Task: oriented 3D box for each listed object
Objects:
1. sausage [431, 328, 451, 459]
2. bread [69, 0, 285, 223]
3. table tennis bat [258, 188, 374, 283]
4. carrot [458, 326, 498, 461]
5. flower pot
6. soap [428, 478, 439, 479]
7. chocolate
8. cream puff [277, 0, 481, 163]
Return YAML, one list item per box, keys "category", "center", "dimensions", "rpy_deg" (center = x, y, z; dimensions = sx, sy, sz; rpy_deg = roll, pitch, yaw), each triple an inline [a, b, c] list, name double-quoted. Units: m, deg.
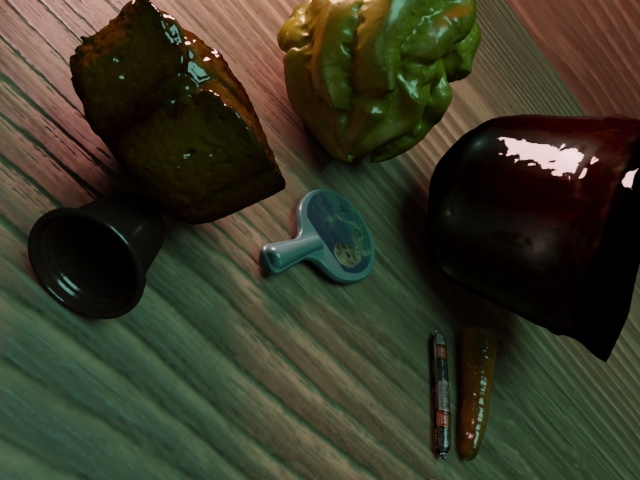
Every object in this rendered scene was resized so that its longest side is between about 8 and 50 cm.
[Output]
- category: "sausage"
  center: [0.178, 0.223, 0.806]
  dimensions: [0.028, 0.025, 0.198]
  rpy_deg: [19, 52, -19]
- category: "bread"
  center: [-0.141, -0.123, 0.546]
  dimensions: [0.135, 0.247, 0.232]
  rpy_deg: [-35, 88, -5]
- category: "table tennis bat"
  center: [0.000, 0.000, 0.756]
  dimensions: [0.237, 0.038, 0.149]
  rpy_deg: [-19, 81, -52]
- category: "carrot"
  center: [0.239, 0.238, 0.843]
  dimensions: [0.061, 0.061, 0.210]
  rpy_deg: [36, 50, -24]
- category: "flower pot"
  center: [-0.198, 0.003, 0.512]
  dimensions: [0.111, 0.111, 0.089]
  rpy_deg: [47, 27, -14]
- category: "soap"
  center: [0.173, 0.344, 0.737]
  dimensions: [0.089, 0.012, 0.034]
  rpy_deg: [23, 52, -35]
- category: "chocolate"
  center: [0.339, -0.036, 0.892]
  dimensions: [0.383, 0.331, 0.384]
  rpy_deg: [-40, 136, -54]
- category: "cream puff"
  center: [0.102, -0.254, 0.846]
  dimensions: [0.324, 0.291, 0.257]
  rpy_deg: [-22, 106, -69]
